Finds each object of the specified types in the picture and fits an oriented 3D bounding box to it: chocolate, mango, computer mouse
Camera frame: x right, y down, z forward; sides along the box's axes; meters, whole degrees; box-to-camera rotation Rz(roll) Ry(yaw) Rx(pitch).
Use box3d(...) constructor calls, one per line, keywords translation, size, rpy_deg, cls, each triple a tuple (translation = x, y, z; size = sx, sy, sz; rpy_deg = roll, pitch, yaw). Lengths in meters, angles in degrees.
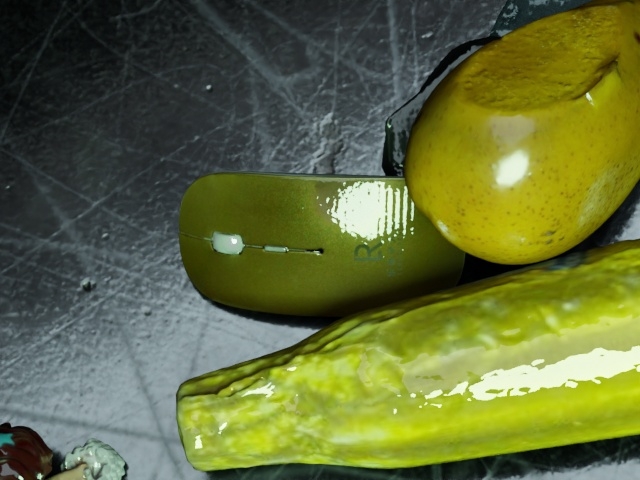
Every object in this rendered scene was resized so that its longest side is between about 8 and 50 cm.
box3d(translation=(0.103, 0.107, 1.605), size=(0.445, 0.162, 0.162), rpy_deg=(-10, 74, 2), cls="chocolate")
box3d(translation=(0.190, -0.090, 1.606), size=(0.160, 0.191, 0.290), rpy_deg=(32, 57, 31), cls="mango")
box3d(translation=(0.120, -0.102, 1.711), size=(0.099, 0.057, 0.172), rpy_deg=(39, 88, 2), cls="computer mouse")
box3d(translation=(0.000, 0.000, 1.677), size=(0.245, 0.056, 0.126), rpy_deg=(3, 110, 5), cls="computer mouse")

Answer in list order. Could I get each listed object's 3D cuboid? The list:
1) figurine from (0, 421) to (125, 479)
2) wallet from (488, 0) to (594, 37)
box3d(translation=(-0.240, 0.230, 1.617), size=(0.240, 0.116, 0.174), rpy_deg=(20, 77, 9), cls="figurine")
box3d(translation=(0.349, -0.164, 1.724), size=(0.379, 0.046, 0.190), rpy_deg=(26, 77, 11), cls="wallet")
